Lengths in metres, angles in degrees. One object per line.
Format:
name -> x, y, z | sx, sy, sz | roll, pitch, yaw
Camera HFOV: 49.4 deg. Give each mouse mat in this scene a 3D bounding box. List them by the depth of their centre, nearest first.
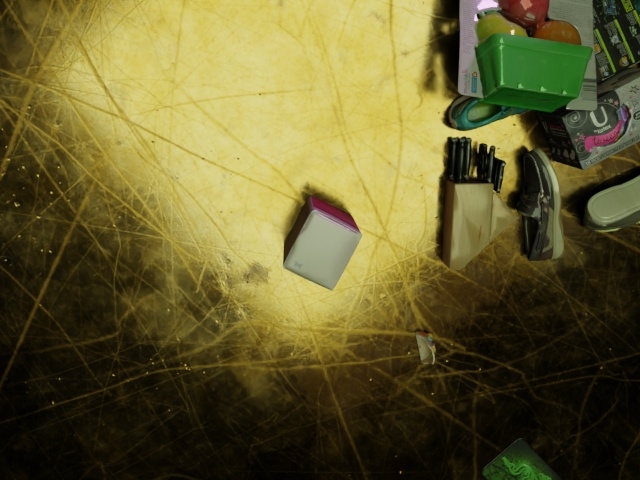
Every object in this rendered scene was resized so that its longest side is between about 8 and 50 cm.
mouse mat -> 0.549, 0.644, 1.900 | 0.153, 0.007, 0.189 | -43, 102, 6

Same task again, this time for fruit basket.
fruit basket -> 0.448, -0.462, 1.527 | 0.327, 0.165, 0.352 | 4, 74, -13

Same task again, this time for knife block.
knife block -> 0.341, -0.101, 1.683 | 0.276, 0.088, 0.242 | -44, 100, 6

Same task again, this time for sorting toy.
sorting toy -> 0.274, 0.278, 1.767 | 0.045, 0.075, 0.083 | -13, 103, 0

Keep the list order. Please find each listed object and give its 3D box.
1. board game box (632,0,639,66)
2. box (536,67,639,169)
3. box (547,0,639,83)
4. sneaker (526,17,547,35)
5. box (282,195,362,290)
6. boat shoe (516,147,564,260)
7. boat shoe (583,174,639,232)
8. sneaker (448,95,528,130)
board game box -> 0.809, -0.508, 1.654 | 0.126, 0.026, 0.186 | -18, 103, 1
box -> 0.664, -0.290, 1.622 | 0.247, 0.163, 0.142 | -28, 104, 2
box -> 0.653, -0.475, 1.619 | 0.184, 0.045, 0.190 | -27, 95, -1
sneaker -> 0.457, -0.497, 1.617 | 0.162, 0.063, 0.073 | -30, 106, 3
box -> 0.000, 0.000, 1.609 | 0.127, 0.232, 0.148 | 27, 100, -8
boat shoe -> 0.526, -0.080, 1.693 | 0.093, 0.103, 0.285 | -16, 109, -5
boat shoe -> 0.793, -0.100, 1.710 | 0.305, 0.091, 0.109 | -18, 66, -2
sneaker -> 0.437, -0.327, 1.628 | 0.275, 0.110, 0.107 | -28, 102, 2
